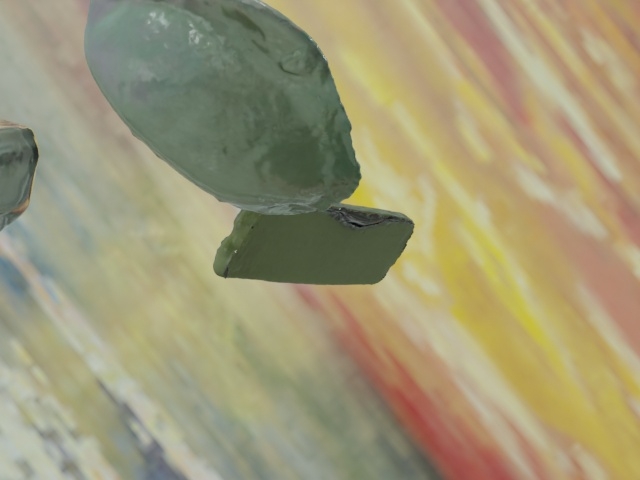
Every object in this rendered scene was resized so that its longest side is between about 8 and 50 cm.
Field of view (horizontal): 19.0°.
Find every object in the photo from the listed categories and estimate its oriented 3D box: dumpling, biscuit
[{"bbox_3d":[-0.054,-0.107,1.213,0.216,0.149,0.105,42,28,-6],"label":"dumpling"},{"bbox_3d":[0.000,0.000,1.926,0.038,0.099,0.322,41,18,24],"label":"biscuit"}]

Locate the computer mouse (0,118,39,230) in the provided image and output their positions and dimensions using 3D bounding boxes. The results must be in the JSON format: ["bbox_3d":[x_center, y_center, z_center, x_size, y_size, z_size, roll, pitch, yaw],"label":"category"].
[{"bbox_3d":[-0.259,-0.027,1.026,0.331,0.197,0.095,14,-53,69],"label":"computer mouse"}]
